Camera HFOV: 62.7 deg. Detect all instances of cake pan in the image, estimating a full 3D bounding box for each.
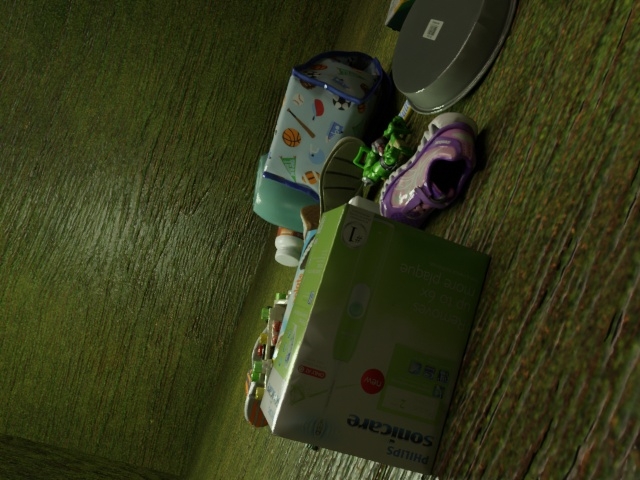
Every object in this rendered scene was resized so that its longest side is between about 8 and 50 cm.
[{"bbox_3d":[0.227,-0.379,0.960,0.293,0.054,0.293,-42,40,48],"label":"cake pan"}]

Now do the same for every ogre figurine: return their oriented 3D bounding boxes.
[{"bbox_3d":[0.139,-0.192,1.147,0.118,0.096,0.197,-48,34,35],"label":"ogre figurine"}]

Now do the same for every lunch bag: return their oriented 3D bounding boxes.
[{"bbox_3d":[0.037,-0.342,1.487,0.328,0.238,0.385,-65,-4,34],"label":"lunch bag"}]

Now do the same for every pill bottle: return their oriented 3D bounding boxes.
[{"bbox_3d":[-0.095,-0.022,1.902,0.121,0.121,0.216,130,157,-60],"label":"pill bottle"}]

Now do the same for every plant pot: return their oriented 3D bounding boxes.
[{"bbox_3d":[-0.096,-0.172,1.740,0.293,0.235,0.293,-171,90,-79],"label":"plant pot"}]

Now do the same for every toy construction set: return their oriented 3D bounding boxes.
[{"bbox_3d":[-0.101,0.257,1.389,0.215,0.151,0.328,129,161,-78],"label":"toy construction set"}]

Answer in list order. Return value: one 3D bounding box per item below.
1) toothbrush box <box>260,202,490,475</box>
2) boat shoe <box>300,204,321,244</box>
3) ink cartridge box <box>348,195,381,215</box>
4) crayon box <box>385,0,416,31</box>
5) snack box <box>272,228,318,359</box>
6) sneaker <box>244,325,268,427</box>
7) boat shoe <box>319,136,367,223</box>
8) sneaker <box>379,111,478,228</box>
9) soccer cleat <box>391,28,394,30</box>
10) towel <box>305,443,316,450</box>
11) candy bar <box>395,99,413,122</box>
[{"bbox_3d":[0.068,0.121,0.681,0.122,0.206,0.283,173,117,-77],"label":"toothbrush box"},{"bbox_3d":[0.000,0.000,1.528,0.277,0.098,0.096,-103,7,-56],"label":"boat shoe"},{"bbox_3d":[0.061,0.098,0.959,0.211,0.121,0.289,125,161,-54],"label":"ink cartridge box"},{"bbox_3d":[0.281,-0.697,1.330,0.323,0.083,0.203,150,138,-74],"label":"crayon box"},{"bbox_3d":[0.006,0.121,1.186,0.187,0.060,0.322,-12,57,51],"label":"snack box"},{"bbox_3d":[-0.166,0.376,1.575,0.180,0.124,0.321,-179,108,-77],"label":"sneaker"},{"bbox_3d":[0.053,-0.122,1.315,0.103,0.113,0.303,-68,-9,-62],"label":"boat shoe"},{"bbox_3d":[0.171,-0.083,0.837,0.105,0.095,0.236,-94,25,-45],"label":"sneaker"},{"bbox_3d":[0.253,-0.720,1.585,0.179,0.060,0.072,112,161,-48],"label":"soccer cleat"},{"bbox_3d":[-0.003,0.348,1.108,0.113,0.023,0.152,-143,72,-77],"label":"towel"},{"bbox_3d":[0.213,-0.326,1.185,0.161,0.018,0.040,119,146,-42],"label":"candy bar"}]
